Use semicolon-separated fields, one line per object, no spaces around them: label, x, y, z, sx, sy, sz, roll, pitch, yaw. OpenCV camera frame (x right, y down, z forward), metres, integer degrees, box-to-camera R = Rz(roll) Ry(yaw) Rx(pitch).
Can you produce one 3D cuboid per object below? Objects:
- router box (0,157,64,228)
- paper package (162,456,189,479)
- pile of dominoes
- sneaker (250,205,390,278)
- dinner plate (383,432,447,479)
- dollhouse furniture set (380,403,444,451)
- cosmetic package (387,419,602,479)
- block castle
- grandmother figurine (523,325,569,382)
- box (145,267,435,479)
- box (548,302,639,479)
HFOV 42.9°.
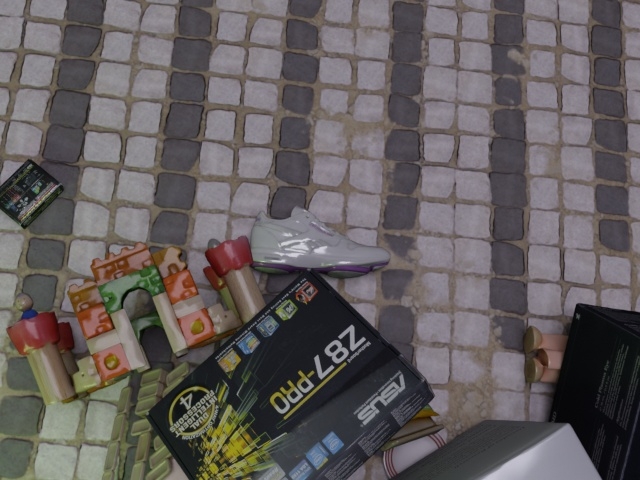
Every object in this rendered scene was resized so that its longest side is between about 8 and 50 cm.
router box;-0.618;-0.099;1.716;0.092;0.038;0.122;39;74;5
paper package;-0.150;0.485;1.544;0.325;0.168;0.309;25;73;1
pile of dominoes;-0.322;0.365;1.546;0.040;0.196;0.251;38;43;-39
sneaker;0.000;0.000;1.725;0.305;0.114;0.152;5;75;-6
dinner plate;0.198;0.448;1.675;0.141;0.017;0.141;2;75;-6
dollhouse furniture set;0.100;0.291;1.550;0.302;0.151;0.197;-8;47;-36
cosmetic package;0.313;0.543;1.457;0.328;0.393;0.329;-27;84;-13
block castle;-0.340;0.135;1.551;0.454;0.303;0.212;-22;84;-12
grandmother figurine;0.614;0.263;1.738;0.343;0.104;0.207;2;84;-4
box;-0.058;0.279;1.374;0.395;0.097;0.318;-41;54;-7
box;0.591;0.325;1.539;0.179;0.312;0.343;10;98;-9
